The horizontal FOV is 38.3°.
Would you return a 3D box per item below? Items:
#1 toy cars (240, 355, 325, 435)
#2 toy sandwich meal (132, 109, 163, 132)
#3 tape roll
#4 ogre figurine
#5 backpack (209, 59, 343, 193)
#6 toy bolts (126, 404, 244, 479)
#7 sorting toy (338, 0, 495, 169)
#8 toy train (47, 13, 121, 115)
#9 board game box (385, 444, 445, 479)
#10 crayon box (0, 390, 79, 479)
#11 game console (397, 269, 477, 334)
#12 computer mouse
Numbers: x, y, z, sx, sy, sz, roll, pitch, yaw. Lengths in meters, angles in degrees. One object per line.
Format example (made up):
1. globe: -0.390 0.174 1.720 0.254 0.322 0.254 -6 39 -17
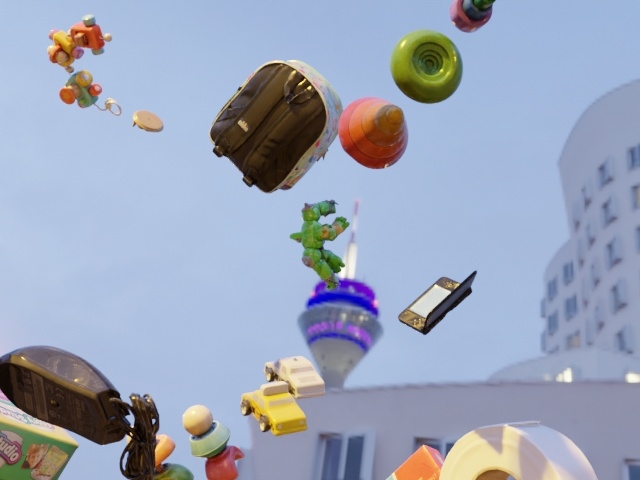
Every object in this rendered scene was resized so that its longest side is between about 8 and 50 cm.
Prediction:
1. toy cars: -0.084 0.338 2.152 0.176 0.394 0.087 6 -77 10
2. toy sandwich meal: -0.409 -0.276 2.175 0.085 0.085 0.029 22 -55 -19
3. tape roll: 0.329 0.449 1.544 0.100 0.286 0.286 5 -25 -38
4. ogre figurine: 0.000 0.000 1.995 0.097 0.197 0.118 12 -4 37
5. backpack: -0.077 -0.250 1.943 0.225 0.191 0.253 46 -63 11
6. toy bolts: -0.284 0.432 1.817 0.228 0.218 0.158 -26 -76 7
7. sorting toy: 0.174 -0.276 1.466 0.127 0.365 0.126 40 -14 -6
8. toy train: -0.357 -0.256 1.373 0.125 0.046 0.166 19 -46 28
9. board game box: 0.216 0.607 1.828 0.242 0.316 0.064 -46 -43 9
10. crayon box: -0.617 0.256 1.489 0.313 0.106 0.363 30 -6 36
11. game console: 0.196 0.093 1.554 0.107 0.122 0.071 26 -32 48
12. computer mouse: -0.335 0.225 1.308 0.272 0.072 0.188 23 -48 13
